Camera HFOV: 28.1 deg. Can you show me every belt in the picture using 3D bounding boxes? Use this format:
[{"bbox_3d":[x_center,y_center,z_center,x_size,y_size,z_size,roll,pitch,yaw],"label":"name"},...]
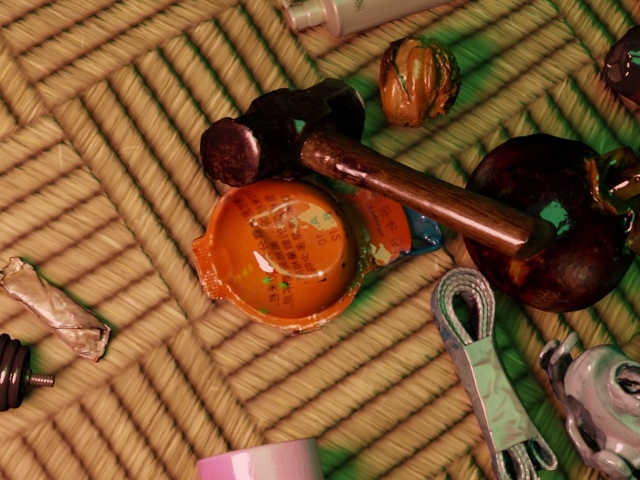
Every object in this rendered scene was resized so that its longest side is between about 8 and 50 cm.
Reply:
[{"bbox_3d":[0.221,0.179,1.614,0.087,0.072,0.302,-19,81,-9],"label":"belt"}]

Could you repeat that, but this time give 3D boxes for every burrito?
[{"bbox_3d":[-0.329,0.083,1.572,0.171,0.042,0.051,37,72,4],"label":"burrito"}]

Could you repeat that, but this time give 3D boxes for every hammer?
[{"bbox_3d":[0.082,-0.067,1.515,0.409,0.095,0.242,27,30,24],"label":"hammer"}]

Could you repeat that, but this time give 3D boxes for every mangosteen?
[{"bbox_3d":[0.312,-0.045,1.573,0.231,0.289,0.231,29,39,-26],"label":"mangosteen"}]

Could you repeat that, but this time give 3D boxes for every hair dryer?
[{"bbox_3d":[0.515,-0.334,1.771,0.312,0.123,0.340,-3,67,-20],"label":"hair dryer"}]

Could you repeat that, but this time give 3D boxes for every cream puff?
[{"bbox_3d":[0.132,-0.209,1.663,0.104,0.119,0.133,5,39,28],"label":"cream puff"}]

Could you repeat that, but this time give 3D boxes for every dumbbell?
[{"bbox_3d":[-0.420,0.153,1.513,0.208,0.099,0.099,9,77,-5],"label":"dumbbell"}]

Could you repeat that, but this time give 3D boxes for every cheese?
[{"bbox_3d":[0.000,0.000,1.596,0.329,0.129,0.217,-16,77,-22],"label":"cheese"}]

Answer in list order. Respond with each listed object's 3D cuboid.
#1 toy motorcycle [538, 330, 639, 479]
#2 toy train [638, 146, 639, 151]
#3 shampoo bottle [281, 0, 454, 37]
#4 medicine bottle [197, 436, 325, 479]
[{"bbox_3d":[0.367,0.206,1.546,0.154,0.260,0.206,-47,46,-15],"label":"toy motorcycle"},{"bbox_3d":[0.539,-0.064,1.709,0.249,0.085,0.053,34,59,1],"label":"toy train"},{"bbox_3d":[0.081,-0.331,1.699,0.262,0.085,0.085,-20,81,-11],"label":"shampoo bottle"},{"bbox_3d":[-0.051,0.368,1.493,0.152,0.152,0.254,-9,79,-10],"label":"medicine bottle"}]
